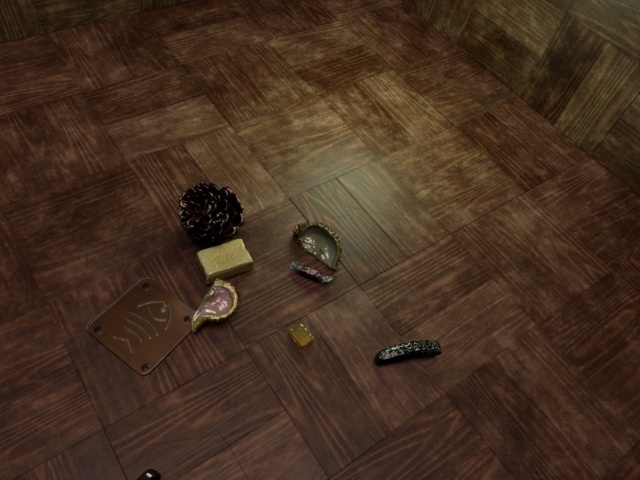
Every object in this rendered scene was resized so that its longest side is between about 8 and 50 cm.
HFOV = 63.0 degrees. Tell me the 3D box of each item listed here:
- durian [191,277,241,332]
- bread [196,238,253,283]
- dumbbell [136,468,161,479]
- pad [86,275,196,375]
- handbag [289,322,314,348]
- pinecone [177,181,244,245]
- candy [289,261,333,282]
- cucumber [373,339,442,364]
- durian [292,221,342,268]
[{"bbox_3d":[-0.376,0.242,1.847,0.140,0.078,0.224,41,68,5],"label":"durian"},{"bbox_3d":[-0.362,0.076,1.967,0.189,0.068,0.125,-19,60,-20],"label":"bread"},{"bbox_3d":[-0.426,0.744,1.437,0.226,0.140,0.124,31,66,13],"label":"dumbbell"},{"bbox_3d":[-0.608,0.286,1.810,0.287,0.018,0.284,34,56,13],"label":"pad"},{"bbox_3d":[-0.067,0.337,1.854,0.061,0.027,0.083,-30,64,-26],"label":"handbag"},{"bbox_3d":[-0.413,-0.108,1.954,0.247,0.292,0.246,-1,79,7],"label":"pinecone"},{"bbox_3d":[-0.037,0.125,2.003,0.175,0.043,0.045,23,56,12],"label":"candy"},{"bbox_3d":[0.303,0.394,1.853,0.246,0.067,0.067,-5,56,-12],"label":"cucumber"},{"bbox_3d":[0.000,0.000,2.064,0.252,0.144,0.139,34,78,9],"label":"durian"}]
